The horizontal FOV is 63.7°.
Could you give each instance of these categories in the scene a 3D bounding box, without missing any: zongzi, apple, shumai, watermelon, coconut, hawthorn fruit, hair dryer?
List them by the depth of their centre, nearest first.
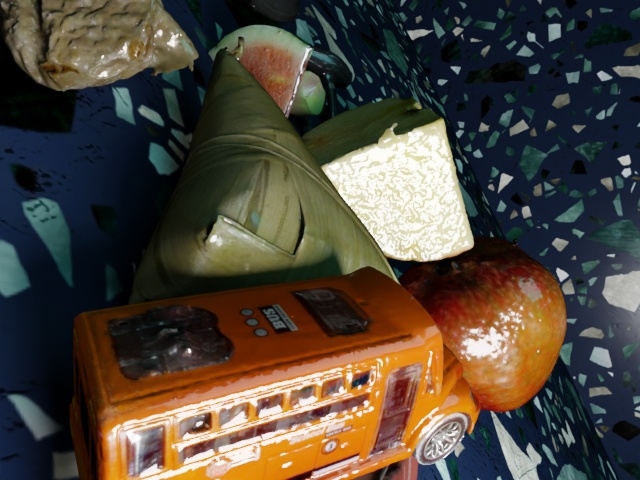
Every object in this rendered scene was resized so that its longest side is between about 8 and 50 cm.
[{"bbox_3d":[-0.225,-0.234,0.549,0.175,0.167,0.205,59,24,-75],"label":"shumai"},{"bbox_3d":[0.000,0.000,0.664,0.447,0.182,0.417,40,34,-39],"label":"zongzi"},{"bbox_3d":[-0.056,-0.229,0.795,0.136,0.207,0.202,-22,102,-36],"label":"watermelon"},{"bbox_3d":[0.108,-0.119,0.855,0.314,0.252,0.309,22,14,-13],"label":"apple"},{"bbox_3d":[0.268,0.170,0.883,0.284,0.285,0.368,-75,152,-52],"label":"hawthorn fruit"},{"bbox_3d":[-0.031,-0.271,0.947,0.082,0.081,0.083,-52,133,-22],"label":"coconut"},{"bbox_3d":[-0.003,-0.303,1.050,0.196,0.075,0.218,13,62,-43],"label":"hair dryer"}]

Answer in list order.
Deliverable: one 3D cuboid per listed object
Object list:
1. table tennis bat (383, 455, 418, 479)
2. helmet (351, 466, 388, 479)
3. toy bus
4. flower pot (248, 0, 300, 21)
[{"bbox_3d":[0.076,0.327,0.553,0.310,0.038,0.200,-70,150,-45],"label":"table tennis bat"},{"bbox_3d":[0.005,0.225,0.528,0.106,0.155,0.175,29,-5,13],"label":"helmet"},{"bbox_3d":[-0.015,0.112,0.415,0.330,0.153,0.143,-4,29,-30],"label":"toy bus"},{"bbox_3d":[-0.088,-0.676,1.031,0.379,0.251,0.379,39,35,-34],"label":"flower pot"}]
